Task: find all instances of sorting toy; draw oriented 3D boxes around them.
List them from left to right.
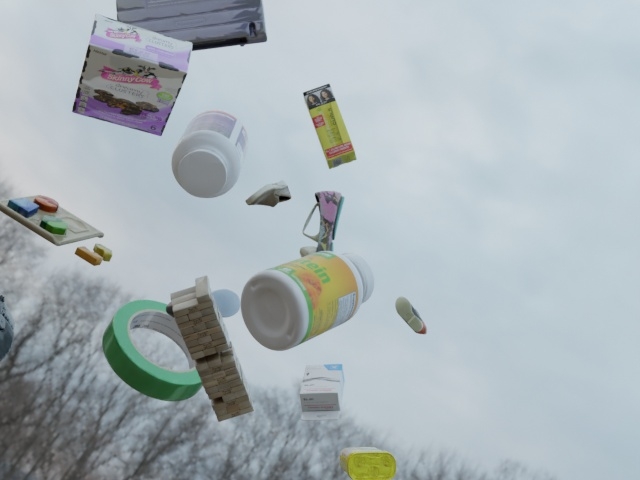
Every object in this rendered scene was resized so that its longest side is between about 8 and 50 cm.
[{"bbox_3d":[-0.635,-0.037,1.992,0.307,0.041,0.229,30,11,12],"label":"sorting toy"}]

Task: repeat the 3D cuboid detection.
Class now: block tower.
[{"bbox_3d":[-0.246,0.249,1.819,0.091,0.097,0.336,-115,-171,-62],"label":"block tower"}]

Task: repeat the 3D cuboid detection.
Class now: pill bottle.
[{"bbox_3d":[-0.293,-0.226,2.130,0.181,0.181,0.323,41,18,-15],"label":"pill bottle"},{"bbox_3d":[-0.012,0.094,1.399,0.136,0.245,0.137,9,-74,34],"label":"pill bottle"}]

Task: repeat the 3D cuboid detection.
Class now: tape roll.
[{"bbox_3d":[-0.454,0.308,2.276,0.321,0.321,0.077,36,-66,-3],"label":"tape roll"}]

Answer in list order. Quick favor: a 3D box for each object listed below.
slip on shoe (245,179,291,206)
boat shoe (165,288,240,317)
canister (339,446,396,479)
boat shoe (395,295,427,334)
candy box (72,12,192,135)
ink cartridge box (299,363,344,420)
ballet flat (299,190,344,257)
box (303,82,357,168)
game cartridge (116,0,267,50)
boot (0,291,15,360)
[{"bbox_3d":[-0.103,-0.088,1.633,0.051,0.135,0.041,-35,-93,27],"label":"slip on shoe"},{"bbox_3d":[-0.317,0.177,2.155,0.076,0.228,0.080,-5,-88,39],"label":"boat shoe"},{"bbox_3d":[0.120,0.587,2.117,0.126,0.073,0.170,1,-9,-8],"label":"canister"},{"bbox_3d":[0.262,0.217,2.316,0.043,0.049,0.137,32,17,-48],"label":"boat shoe"},{"bbox_3d":[-0.326,-0.278,1.378,0.164,0.070,0.196,14,-31,-18],"label":"candy box"},{"bbox_3d":[0.005,0.401,2.133,0.104,0.180,0.060,-3,-67,7],"label":"ink cartridge box"},{"bbox_3d":[0.000,0.000,1.635,0.079,0.222,0.077,6,-20,2],"label":"ballet flat"},{"bbox_3d":[0.025,-0.319,2.235,0.058,0.087,0.232,69,3,-68],"label":"box"},{"bbox_3d":[-0.315,-0.566,1.943,0.354,0.230,0.068,-7,-21,0],"label":"game cartridge"},{"bbox_3d":[-0.898,0.134,1.954,0.146,0.367,0.445,-2,-61,4],"label":"boot"}]
